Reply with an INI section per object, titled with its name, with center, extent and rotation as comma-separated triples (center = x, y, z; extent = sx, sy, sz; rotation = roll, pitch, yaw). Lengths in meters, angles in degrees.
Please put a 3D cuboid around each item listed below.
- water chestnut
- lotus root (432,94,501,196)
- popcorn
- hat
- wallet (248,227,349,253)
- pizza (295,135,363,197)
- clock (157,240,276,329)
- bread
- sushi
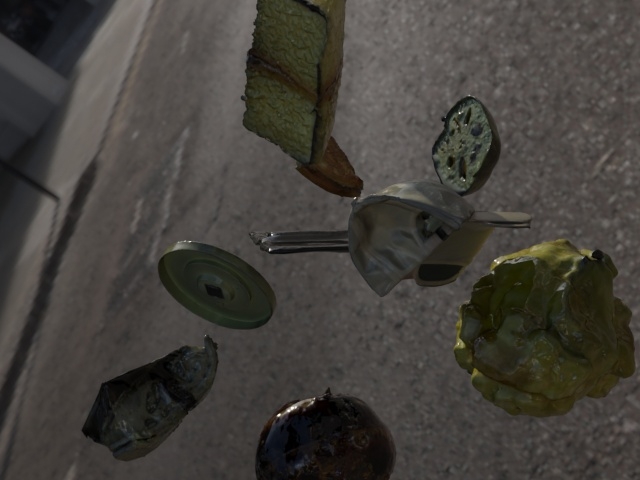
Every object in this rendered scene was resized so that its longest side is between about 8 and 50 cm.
[water chestnut]
center = 0.015, 0.438, 1.997
extent = 0.300, 0.300, 0.300
rotation = -45, 23, 25
[lotus root]
center = 0.310, -0.186, 2.098
extent = 0.183, 0.078, 0.204
rotation = -48, 42, 43
[popcorn]
center = 0.322, 0.124, 1.460
extent = 0.215, 0.252, 0.286
rotation = 103, -168, -51
[hat]
center = 0.163, -0.030, 1.411
extent = 0.226, 0.164, 0.219
rotation = -30, -8, -40
[wallet]
center = 0.000, 0.000, 1.982
extent = 0.323, 0.247, 0.041
rotation = -145, 53, -77
[pizza]
center = -0.004, -0.162, 1.854
extent = 0.052, 0.185, 0.195
rotation = -34, 53, 26
[clock]
center = -0.193, 0.087, 1.919
extent = 0.235, 0.235, 0.029
rotation = -26, 30, 51
[bread]
center = -0.024, -0.265, 1.609
extent = 0.178, 0.141, 0.266
rotation = 50, 145, 43
[sushi]
center = -0.247, 0.263, 1.715
extent = 0.273, 0.109, 0.134
rotation = -24, -26, -42
